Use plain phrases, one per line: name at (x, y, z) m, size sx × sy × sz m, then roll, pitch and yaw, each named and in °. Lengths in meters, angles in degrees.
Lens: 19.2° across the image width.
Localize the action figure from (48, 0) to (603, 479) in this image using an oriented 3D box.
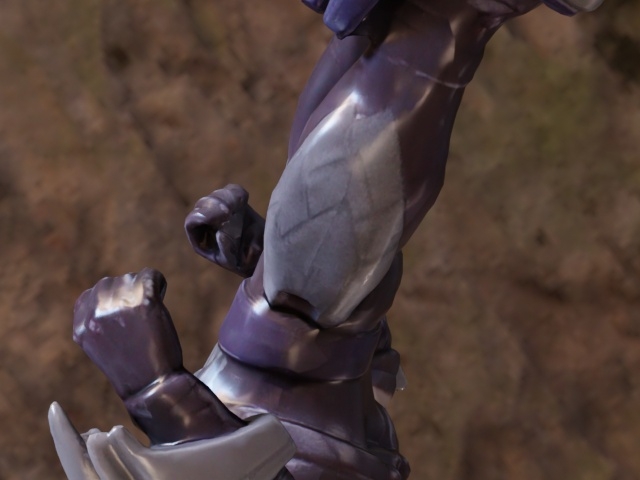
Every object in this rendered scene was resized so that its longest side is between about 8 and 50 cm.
action figure at (0.000, 0.000, 0.465) m, size 0.099 × 0.285 × 0.185 m, roll 17°, pitch -168°, yaw -3°
